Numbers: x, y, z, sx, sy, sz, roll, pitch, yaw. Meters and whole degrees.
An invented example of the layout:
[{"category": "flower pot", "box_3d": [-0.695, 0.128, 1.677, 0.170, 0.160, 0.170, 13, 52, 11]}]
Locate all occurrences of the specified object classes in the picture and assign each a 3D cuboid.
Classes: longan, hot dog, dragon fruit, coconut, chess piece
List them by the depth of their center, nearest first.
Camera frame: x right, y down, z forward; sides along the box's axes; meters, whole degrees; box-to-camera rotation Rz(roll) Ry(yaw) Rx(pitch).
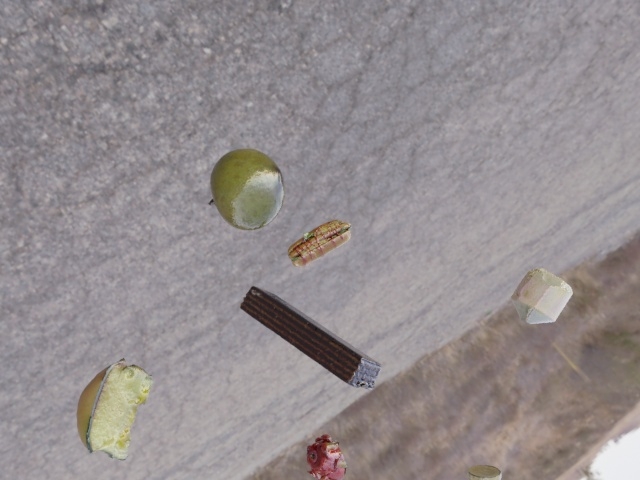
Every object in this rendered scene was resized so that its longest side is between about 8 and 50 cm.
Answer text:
[{"category": "longan", "box_3d": [-0.150, -0.096, 1.338, 0.176, 0.154, 0.145, -25, 136, 32]}, {"category": "coconut", "box_3d": [0.497, 0.133, 1.569, 0.122, 0.116, 0.116, -57, 160, -1]}, {"category": "dragon fruit", "box_3d": [0.004, 0.529, 1.642, 0.068, 0.112, 0.126, -5, 116, -41]}, {"category": "chess piece", "box_3d": [0.452, 0.730, 1.902, 0.090, 0.200, 0.090, -1, -176, 0]}, {"category": "hot dog", "box_3d": [0.000, 0.000, 2.370, 0.250, 0.104, 0.076, -29, 156, -12]}]

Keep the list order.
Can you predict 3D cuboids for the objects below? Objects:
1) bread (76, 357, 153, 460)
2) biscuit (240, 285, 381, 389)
[{"category": "bread", "box_3d": [-0.566, 0.443, 1.836, 0.133, 0.251, 0.174, -5, 151, 37]}, {"category": "biscuit", "box_3d": [-0.026, 0.226, 1.630, 0.107, 0.388, 0.073, 30, 90, -54]}]
